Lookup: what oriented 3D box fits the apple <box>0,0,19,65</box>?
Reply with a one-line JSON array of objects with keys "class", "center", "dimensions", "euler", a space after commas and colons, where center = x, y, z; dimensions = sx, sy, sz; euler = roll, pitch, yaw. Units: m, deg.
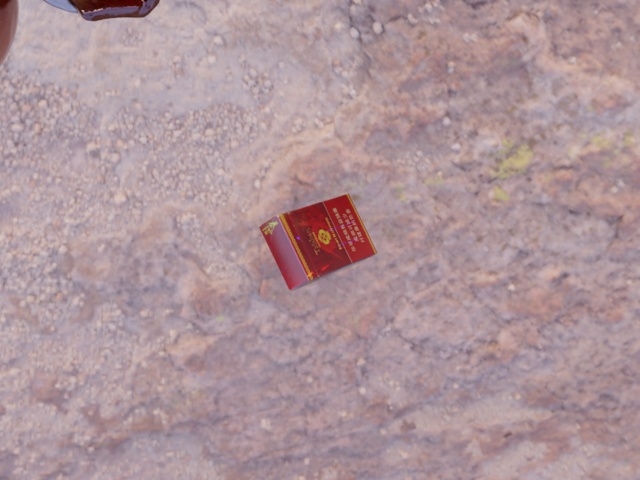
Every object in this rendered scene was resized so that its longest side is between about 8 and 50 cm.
[{"class": "apple", "center": [-0.380, -0.191, 0.696], "dimensions": [0.230, 0.230, 0.230], "euler": [-7, 128, -9]}]

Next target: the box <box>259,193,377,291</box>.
[{"class": "box", "center": [0.000, 0.000, 0.590], "dimensions": [0.082, 0.051, 0.023], "euler": [-20, 171, -47]}]

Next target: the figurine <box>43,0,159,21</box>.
[{"class": "figurine", "center": [-0.240, -0.310, 0.678], "dimensions": [0.204, 0.338, 0.283], "euler": [-22, 103, 5]}]
